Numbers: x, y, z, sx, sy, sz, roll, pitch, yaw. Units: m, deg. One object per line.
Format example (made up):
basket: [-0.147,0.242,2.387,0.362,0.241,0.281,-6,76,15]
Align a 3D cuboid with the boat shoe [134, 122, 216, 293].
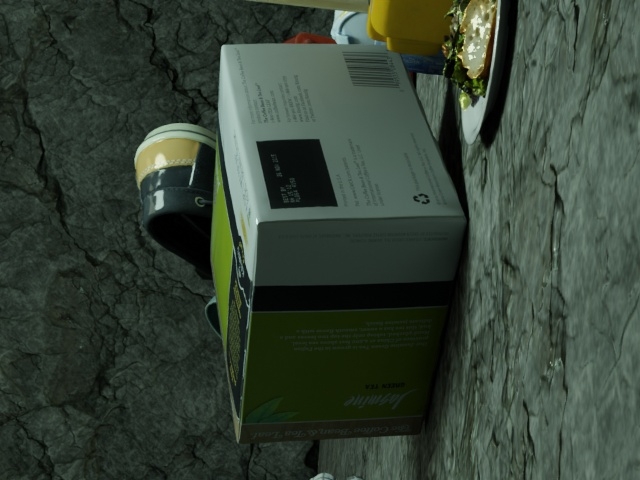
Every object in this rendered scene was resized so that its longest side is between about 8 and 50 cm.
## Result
boat shoe: [-0.081,0.027,1.940,0.500,0.187,0.156,40,-140,-39]

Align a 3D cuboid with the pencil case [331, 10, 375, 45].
pencil case: [0.079,-0.362,1.801,0.113,0.124,0.273,97,176,-54]

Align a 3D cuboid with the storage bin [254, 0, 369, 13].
storage bin: [0.037,-0.405,1.612,0.123,0.260,0.262,99,175,-51]

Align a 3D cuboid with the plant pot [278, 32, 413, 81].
plant pot: [0.014,-0.158,2.011,0.236,0.267,0.267,124,154,-61]

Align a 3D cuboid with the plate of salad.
plate of salad: [0.139,-0.188,1.248,0.200,0.048,0.199,-176,90,-88]

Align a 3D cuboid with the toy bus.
toy bus: [0.114,-0.315,1.352,0.332,0.108,0.130,98,177,-49]

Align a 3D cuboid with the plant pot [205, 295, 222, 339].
plant pot: [-0.025,0.118,2.330,0.196,0.293,0.293,-58,-9,-22]

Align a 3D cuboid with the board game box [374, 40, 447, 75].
board game box: [0.109,-0.238,1.567,0.020,0.090,0.090,-85,1,-56]

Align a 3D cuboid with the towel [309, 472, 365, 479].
towel: [0.021,0.504,1.906,0.235,0.121,0.283,-95,12,-68]

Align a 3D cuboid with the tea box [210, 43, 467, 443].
tea box: [0.000,0.000,1.520,0.329,0.220,0.323,-104,17,-48]
